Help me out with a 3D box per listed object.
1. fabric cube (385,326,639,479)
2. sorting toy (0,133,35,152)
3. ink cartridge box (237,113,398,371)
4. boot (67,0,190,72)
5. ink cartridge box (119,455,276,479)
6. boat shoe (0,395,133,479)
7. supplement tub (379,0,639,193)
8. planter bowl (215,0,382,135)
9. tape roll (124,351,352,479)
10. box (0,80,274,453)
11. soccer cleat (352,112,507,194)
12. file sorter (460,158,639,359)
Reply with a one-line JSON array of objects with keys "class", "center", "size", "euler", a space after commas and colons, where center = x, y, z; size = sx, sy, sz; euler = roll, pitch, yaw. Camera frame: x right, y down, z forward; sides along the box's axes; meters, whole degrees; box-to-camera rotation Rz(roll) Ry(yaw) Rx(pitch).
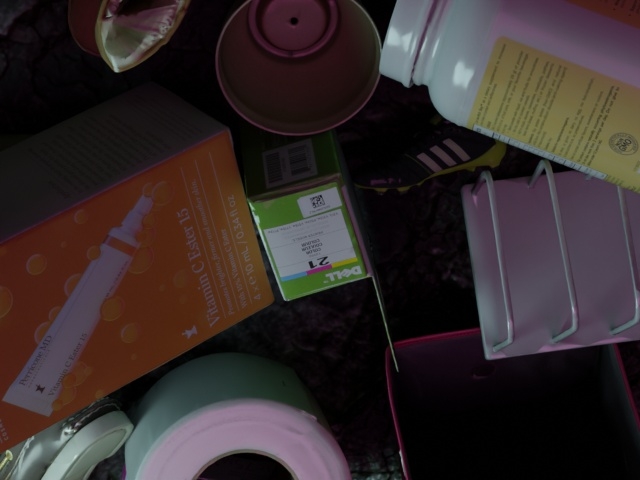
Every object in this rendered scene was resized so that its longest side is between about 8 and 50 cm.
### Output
[{"class": "fabric cube", "center": [0.219, 0.266, 1.677], "size": [0.259, 0.254, 0.258], "euler": [-9, 142, -1]}, {"class": "sorting toy", "center": [-0.413, 0.018, 1.591], "size": [0.255, 0.089, 0.257], "euler": [1, 122, -6]}, {"class": "ink cartridge box", "center": [0.000, 0.000, 1.558], "size": [0.097, 0.189, 0.255], "euler": [-16, 123, 4]}, {"class": "boot", "center": [-0.176, -0.222, 1.351], "size": [0.089, 0.269, 0.236], "euler": [19, 118, -15]}, {"class": "ink cartridge box", "center": [-0.180, 0.394, 1.874], "size": [0.185, 0.065, 0.311], "euler": [12, 123, -12]}, {"class": "boat shoe", "center": [-0.336, 0.266, 1.752], "size": [0.097, 0.116, 0.324], "euler": [54, 129, 14]}, {"class": "supplement tub", "center": [0.244, -0.191, 1.390], "size": [0.331, 0.241, 0.241], "euler": [22, 120, 6]}, {"class": "planter bowl", "center": [-0.024, -0.199, 1.476], "size": [0.162, 0.109, 0.162], "euler": [-2, 122, -3]}, {"class": "tape roll", "center": [-0.096, 0.266, 1.691], "size": [0.246, 0.169, 0.246], "euler": [-2, 104, -9]}, {"class": "box", "center": [-0.249, 0.024, 1.479], "size": [0.345, 0.168, 0.215], "euler": [-29, 126, -21]}, {"class": "soccer cleat", "center": [0.113, -0.097, 1.575], "size": [0.179, 0.060, 0.072], "euler": [-15, 112, -19]}, {"class": "file sorter", "center": [0.302, 0.006, 1.554], "size": [0.277, 0.173, 0.193], "euler": [-8, 82, 0]}]
